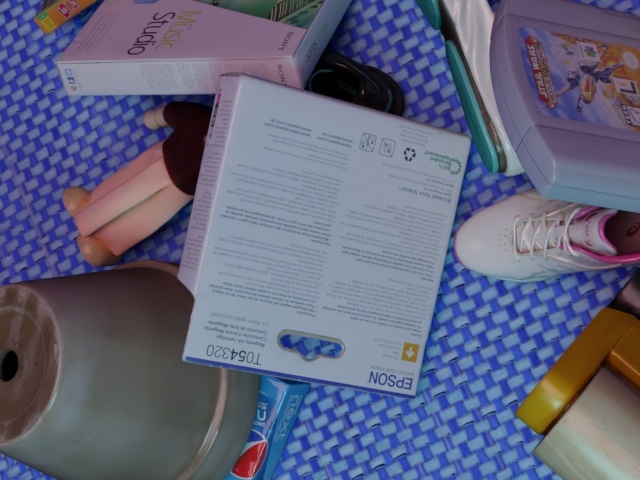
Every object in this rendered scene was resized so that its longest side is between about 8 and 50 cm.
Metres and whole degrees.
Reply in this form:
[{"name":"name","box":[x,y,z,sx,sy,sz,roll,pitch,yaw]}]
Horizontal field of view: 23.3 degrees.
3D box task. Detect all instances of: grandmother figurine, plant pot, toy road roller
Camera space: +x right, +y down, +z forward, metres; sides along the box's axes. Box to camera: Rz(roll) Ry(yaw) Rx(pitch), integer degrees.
[{"name":"grandmother figurine","box":[-0.176,-0.090,1.958,0.342,0.104,0.208,-36,73,28]},{"name":"plant pot","box":[-0.283,0.167,1.879,0.323,0.280,0.323,-9,76,36]},{"name":"toy road roller","box":[0.330,0.201,1.665,0.202,0.329,0.241,40,133,10]}]

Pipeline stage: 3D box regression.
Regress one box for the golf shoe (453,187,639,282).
[{"name":"golf shoe","box":[0.291,-0.014,1.783,0.306,0.140,0.115,-7,85,22]}]

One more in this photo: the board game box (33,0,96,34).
[{"name":"board game box","box":[-0.259,-0.370,2.039,0.259,0.124,0.039,-33,111,17]}]

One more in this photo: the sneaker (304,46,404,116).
[{"name":"sneaker","box":[-0.023,-0.217,1.941,0.267,0.106,0.101,22,95,23]}]

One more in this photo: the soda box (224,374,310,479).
[{"name":"soda box","box":[-0.091,0.263,1.945,0.067,0.071,0.210,23,94,22]}]

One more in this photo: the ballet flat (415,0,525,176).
[{"name":"ballet flat","box":[0.189,-0.272,1.863,0.139,0.139,0.400,-26,81,18]}]

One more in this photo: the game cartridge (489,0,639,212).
[{"name":"game cartridge","box":[0.290,-0.160,1.717,0.062,0.198,0.297,121,151,-43]}]

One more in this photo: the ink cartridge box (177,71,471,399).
[{"name":"ink cartridge box","box":[0.000,0.000,1.816,0.071,0.324,0.330,13,90,60]}]

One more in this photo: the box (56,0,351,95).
[{"name":"box","box":[-0.139,-0.266,1.937,0.322,0.232,0.058,2,129,20]}]
